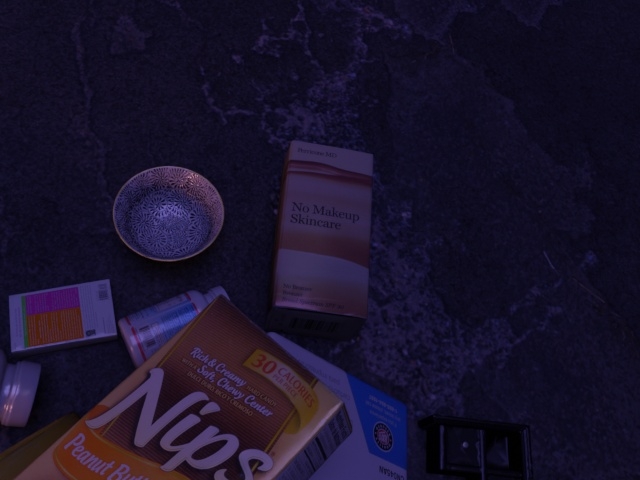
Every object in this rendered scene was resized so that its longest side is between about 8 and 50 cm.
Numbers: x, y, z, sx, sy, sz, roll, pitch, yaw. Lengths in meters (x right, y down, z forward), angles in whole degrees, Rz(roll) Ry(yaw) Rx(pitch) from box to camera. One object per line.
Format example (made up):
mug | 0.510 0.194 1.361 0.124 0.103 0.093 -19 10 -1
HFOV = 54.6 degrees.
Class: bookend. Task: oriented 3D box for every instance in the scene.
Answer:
bookend | 0.232 0.353 0.935 0.157 0.072 0.156 10 63 -8

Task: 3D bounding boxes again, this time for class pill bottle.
pill bottle | -0.213 0.128 0.934 0.160 0.087 0.087 -22 71 -21
pill bottle | -0.486 0.188 0.810 0.209 0.117 0.117 15 61 -25

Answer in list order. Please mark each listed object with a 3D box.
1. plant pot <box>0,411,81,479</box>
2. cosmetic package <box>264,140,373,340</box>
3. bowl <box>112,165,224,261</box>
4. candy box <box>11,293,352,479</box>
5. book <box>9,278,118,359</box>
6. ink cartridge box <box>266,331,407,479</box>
plant pot | -0.342 0.369 0.716 0.254 0.254 0.239 -30 91 -24
cosmetic package | 0.000 0.000 1.020 0.153 0.129 0.296 7 63 -8
bowl | -0.245 -0.029 1.006 0.170 0.080 0.170 5 63 -11
candy box | -0.144 0.222 0.584 0.183 0.087 0.316 36 68 28
book | -0.386 0.115 0.933 0.144 0.035 0.096 -9 64 -17
ink cartridge box | -0.039 0.351 0.724 0.285 0.166 0.394 36 46 -37
